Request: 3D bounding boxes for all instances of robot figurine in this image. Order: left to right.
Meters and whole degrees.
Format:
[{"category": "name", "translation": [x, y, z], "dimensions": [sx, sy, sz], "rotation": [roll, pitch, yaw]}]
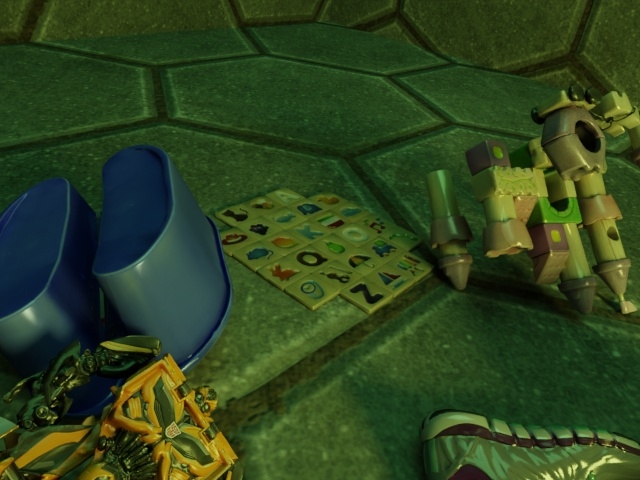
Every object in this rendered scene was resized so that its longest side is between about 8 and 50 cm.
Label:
[{"category": "robot figurine", "translation": [-0.188, 0.197, 0.389], "dimensions": [0.291, 0.085, 0.211], "rotation": [-33, 89, -37]}]

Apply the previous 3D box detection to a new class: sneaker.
[{"category": "sneaker", "translation": [0.207, 0.232, 0.514], "dimensions": [0.224, 0.083, 0.098], "rotation": [6, 52, 5]}]

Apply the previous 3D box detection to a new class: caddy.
[{"category": "caddy", "translation": [-0.235, 0.040, 0.619], "dimensions": [0.241, 0.179, 0.341], "rotation": [-22, 37, -4]}]

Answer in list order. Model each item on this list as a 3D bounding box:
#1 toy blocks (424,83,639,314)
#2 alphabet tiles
[{"category": "toy blocks", "translation": [0.351, -0.018, 0.768], "dimensions": [0.289, 0.309, 0.259], "rotation": [-1, 74, -27]}, {"category": "alphabet tiles", "translation": [0.000, 0.000, 0.883], "dimensions": [0.343, 0.011, 0.285], "rotation": [30, 39, 31]}]
